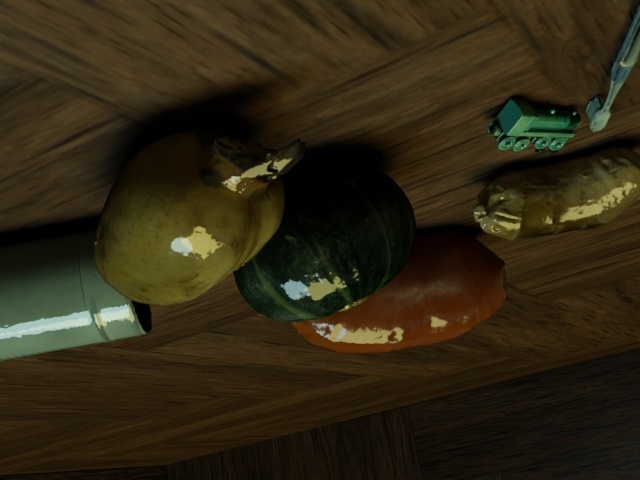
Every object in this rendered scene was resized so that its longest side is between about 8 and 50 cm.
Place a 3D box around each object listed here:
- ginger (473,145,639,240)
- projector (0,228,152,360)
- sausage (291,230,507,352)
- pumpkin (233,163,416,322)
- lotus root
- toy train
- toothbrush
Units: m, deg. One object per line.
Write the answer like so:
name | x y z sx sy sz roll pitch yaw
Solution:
ginger | 0.238 -0.043 0.821 0.190 0.068 0.095 -12 167 -1
projector | -0.329 0.065 0.761 0.338 0.108 0.108 -10 162 -3
sausage | 0.088 0.063 0.967 0.258 0.133 0.133 -7 162 -14
pumpkin | 0.002 0.003 0.730 0.167 0.125 0.167 -16 -171 2
lotus root | -0.093 -0.022 0.623 0.118 0.125 0.221 40 138 -10
toy train | 0.179 -0.096 0.700 0.092 0.029 0.045 -3 145 -34
toothbrush | 0.225 -0.135 0.620 0.016 0.019 0.219 -13 161 2
